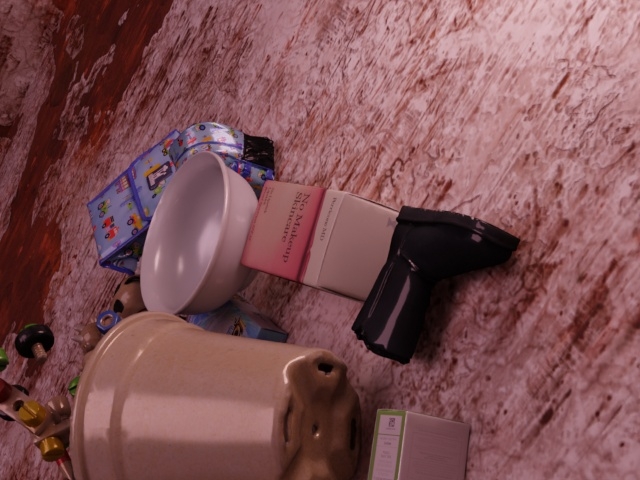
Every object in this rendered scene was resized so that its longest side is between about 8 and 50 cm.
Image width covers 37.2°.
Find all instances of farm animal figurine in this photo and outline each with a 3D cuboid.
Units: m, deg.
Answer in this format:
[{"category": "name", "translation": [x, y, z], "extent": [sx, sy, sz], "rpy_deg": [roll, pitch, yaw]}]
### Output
[{"category": "farm animal figurine", "translation": [-0.377, 0.194, 1.789], "extent": [0.326, 0.172, 0.330], "rpy_deg": [-62, 20, 18]}]

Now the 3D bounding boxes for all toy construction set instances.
[{"category": "toy construction set", "translation": [-0.374, 0.293, 1.499], "extent": [0.237, 0.258, 0.308], "rpy_deg": [53, 144, 33]}]

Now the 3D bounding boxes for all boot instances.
[{"category": "boot", "translation": [0.144, 0.066, 1.247], "extent": [0.246, 0.094, 0.207], "rpy_deg": [14, 82, 63]}]

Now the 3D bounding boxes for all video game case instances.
[{"category": "video game case", "translation": [-0.184, 0.232, 1.669], "extent": [0.244, 0.061, 0.269], "rpy_deg": [32, 101, 55]}]

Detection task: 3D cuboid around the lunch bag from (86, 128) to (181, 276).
[{"category": "lunch bag", "translation": [-0.343, -0.083, 2.017], "extent": [0.293, 0.138, 0.221], "rpy_deg": [-45, 39, 15]}]

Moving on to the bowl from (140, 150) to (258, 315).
[{"category": "bowl", "translation": [-0.184, 0.005, 1.632], "extent": [0.298, 0.134, 0.297], "rpy_deg": [-33, 48, 46]}]

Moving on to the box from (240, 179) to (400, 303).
[{"category": "box", "translation": [0.000, 0.000, 1.459], "extent": [0.232, 0.127, 0.148], "rpy_deg": [12, 84, 57]}]

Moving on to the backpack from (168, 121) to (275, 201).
[{"category": "backpack", "translation": [-0.188, -0.137, 1.750], "extent": [0.158, 0.173, 0.116], "rpy_deg": [-37, 46, 39]}]

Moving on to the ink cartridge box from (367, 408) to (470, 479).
[{"category": "ink cartridge box", "translation": [0.114, 0.318, 1.159], "extent": [0.062, 0.109, 0.209], "rpy_deg": [-12, 65, 53]}]

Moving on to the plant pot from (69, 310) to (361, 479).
[{"category": "plant pot", "translation": [-0.122, 0.262, 1.342], "extent": [0.306, 0.334, 0.333], "rpy_deg": [-5, 69, 31]}]
